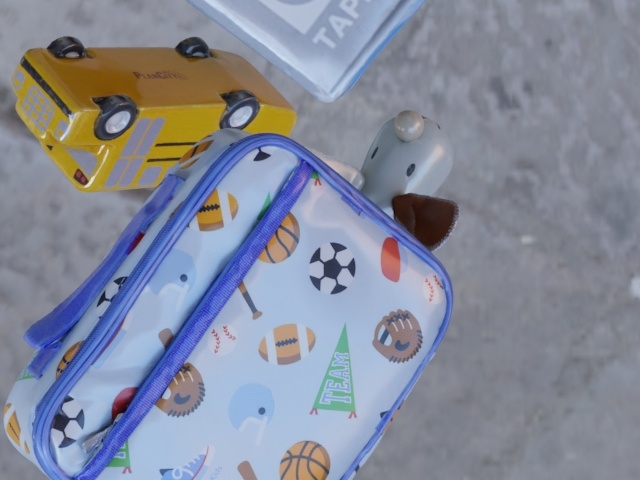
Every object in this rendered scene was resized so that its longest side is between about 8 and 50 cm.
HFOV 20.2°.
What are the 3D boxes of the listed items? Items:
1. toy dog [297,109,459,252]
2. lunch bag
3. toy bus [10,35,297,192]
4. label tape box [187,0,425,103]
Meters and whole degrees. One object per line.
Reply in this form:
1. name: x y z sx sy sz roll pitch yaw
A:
1. toy dog: 0.000 0.000 1.456 0.220 0.334 0.161 6 144 6
2. lunch bag: -0.069 0.084 1.259 0.243 0.115 0.303 40 79 -26
3. toy bus: -0.174 -0.129 1.863 0.108 0.332 0.130 48 122 26
4. label tape box: -0.097 -0.200 0.583 0.347 0.249 0.115 39 99 -6
